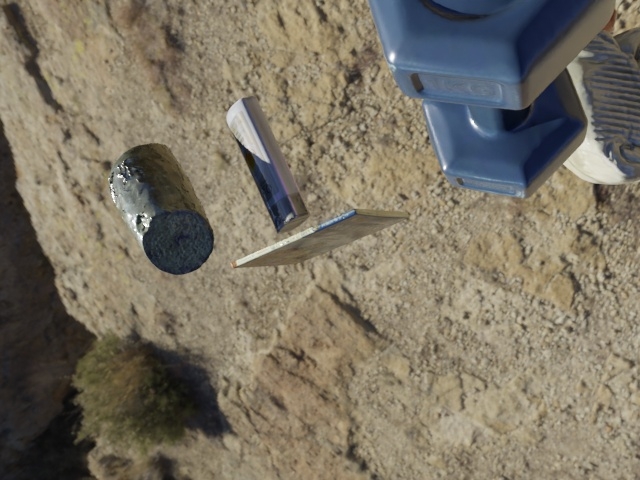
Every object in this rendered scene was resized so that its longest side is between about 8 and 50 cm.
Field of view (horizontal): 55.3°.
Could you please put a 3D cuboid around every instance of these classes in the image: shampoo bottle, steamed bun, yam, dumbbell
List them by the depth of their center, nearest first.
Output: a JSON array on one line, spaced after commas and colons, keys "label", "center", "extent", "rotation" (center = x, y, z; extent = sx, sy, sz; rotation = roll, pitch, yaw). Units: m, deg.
[{"label": "dumbbell", "center": [0.141, -0.137, 0.494], "extent": [0.143, 0.316, 0.157], "rotation": [-18, 74, 16]}, {"label": "shampoo bottle", "center": [-0.091, -0.128, 1.040], "extent": [0.228, 0.055, 0.086], "rotation": [65, 151, 9]}, {"label": "yam", "center": [-0.294, -0.069, 1.103], "extent": [0.254, 0.153, 0.154], "rotation": [55, 149, 39]}, {"label": "steamed bun", "center": [0.669, -0.287, 1.407], "extent": [0.342, 0.368, 0.255], "rotation": [9, 161, -5]}]

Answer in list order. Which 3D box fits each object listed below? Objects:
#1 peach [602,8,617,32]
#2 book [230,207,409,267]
[{"label": "peach", "center": [0.625, -0.641, 1.617], "extent": [0.380, 0.243, 0.306], "rotation": [6, 173, -2]}, {"label": "book", "center": [0.000, 0.000, 1.277], "extent": [0.322, 0.228, 0.018], "rotation": [-23, 79, 32]}]
